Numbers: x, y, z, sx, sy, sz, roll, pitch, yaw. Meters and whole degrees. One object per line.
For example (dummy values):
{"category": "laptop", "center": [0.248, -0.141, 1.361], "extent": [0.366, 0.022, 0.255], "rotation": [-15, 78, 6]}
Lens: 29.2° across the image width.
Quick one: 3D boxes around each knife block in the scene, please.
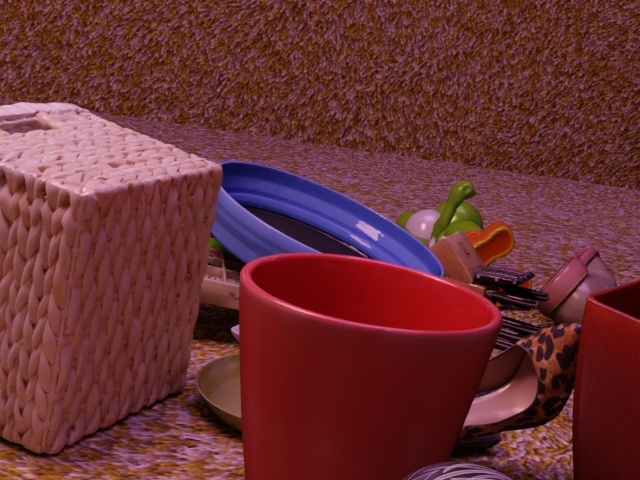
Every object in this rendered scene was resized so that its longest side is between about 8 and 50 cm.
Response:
{"category": "knife block", "center": [0.231, 0.121, 2.022], "extent": [0.275, 0.242, 0.088], "rotation": [-34, -10, 27]}

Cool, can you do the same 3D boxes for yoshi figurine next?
{"category": "yoshi figurine", "center": [0.279, -0.003, 2.347], "extent": [0.203, 0.204, 0.362], "rotation": [21, 4, -27]}

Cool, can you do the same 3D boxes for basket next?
{"category": "basket", "center": [-0.314, 0.028, 1.445], "extent": [0.266, 0.331, 0.328], "rotation": [17, 15, 21]}

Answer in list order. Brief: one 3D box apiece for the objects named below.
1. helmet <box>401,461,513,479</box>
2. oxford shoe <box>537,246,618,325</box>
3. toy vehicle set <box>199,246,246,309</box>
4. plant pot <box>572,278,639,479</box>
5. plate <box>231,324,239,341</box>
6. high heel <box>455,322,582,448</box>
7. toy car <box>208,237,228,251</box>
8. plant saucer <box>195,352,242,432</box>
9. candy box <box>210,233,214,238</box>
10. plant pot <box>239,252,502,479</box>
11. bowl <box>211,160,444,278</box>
{"category": "helmet", "center": [0.125, 0.274, 1.072], "extent": [0.169, 0.162, 0.169], "rotation": [9, 13, -2]}
{"category": "oxford shoe", "center": [0.472, 0.111, 2.180], "extent": [0.146, 0.140, 0.397], "rotation": [44, 17, 10]}
{"category": "toy vehicle set", "center": [-0.105, 0.063, 1.817], "extent": [0.266, 0.035, 0.166], "rotation": [13, 15, -11]}
{"category": "plant pot", "center": [0.436, 0.205, 1.398], "extent": [0.267, 0.236, 0.267], "rotation": [25, 19, 32]}
{"category": "plate", "center": [0.051, 0.158, 1.771], "extent": [0.277, 0.045, 0.278], "rotation": [17, 15, 26]}
{"category": "high heel", "center": [0.182, 0.173, 1.425], "extent": [0.186, 0.261, 0.093], "rotation": [6, 49, -30]}
{"category": "toy car", "center": [-0.122, 0.034, 1.969], "extent": [0.225, 0.053, 0.239], "rotation": [9, 43, -28]}
{"category": "plant saucer", "center": [-0.037, 0.198, 1.531], "extent": [0.241, 0.037, 0.241], "rotation": [6, 15, -2]}
{"category": "candy box", "center": [-0.113, -0.022, 2.166], "extent": [0.316, 0.088, 0.183], "rotation": [7, -17, -17]}
{"category": "plant pot", "center": [0.035, 0.165, 1.292], "extent": [0.274, 0.243, 0.275], "rotation": [9, 12, -2]}
{"category": "bowl", "center": [0.000, 0.000, 1.884], "extent": [0.391, 0.077, 0.391], "rotation": [23, 16, -7]}
